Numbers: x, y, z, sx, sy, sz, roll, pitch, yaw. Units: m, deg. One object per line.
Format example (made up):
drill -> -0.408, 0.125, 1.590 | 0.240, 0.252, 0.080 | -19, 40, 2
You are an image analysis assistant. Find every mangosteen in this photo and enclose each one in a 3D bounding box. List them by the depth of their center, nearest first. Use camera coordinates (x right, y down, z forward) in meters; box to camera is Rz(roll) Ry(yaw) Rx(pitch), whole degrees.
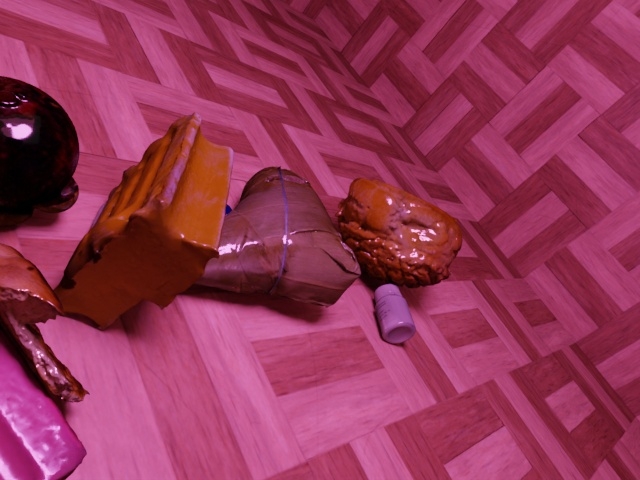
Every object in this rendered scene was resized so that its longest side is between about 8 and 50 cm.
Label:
mangosteen -> -0.444, -0.127, 0.699 | 0.210, 0.210, 0.209 | 31, 31, -21

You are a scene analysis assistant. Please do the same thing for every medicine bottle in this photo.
medicine bottle -> 0.174, 0.173, 1.197 | 0.080, 0.080, 0.130 | 26, 33, -29

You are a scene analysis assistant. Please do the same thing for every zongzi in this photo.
zongzi -> -0.155, -0.035, 0.998 | 0.393, 0.174, 0.356 | 5, 38, -31

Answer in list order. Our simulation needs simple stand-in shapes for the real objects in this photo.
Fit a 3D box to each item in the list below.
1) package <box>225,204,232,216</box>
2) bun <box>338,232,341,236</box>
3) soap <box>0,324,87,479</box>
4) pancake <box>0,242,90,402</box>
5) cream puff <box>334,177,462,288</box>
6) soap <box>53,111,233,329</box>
package -> -0.229, -0.056, 1.049 | 0.077, 0.033, 0.110 | 58, 37, -23
bun -> 0.000, 0.000, 1.224 | 0.115, 0.069, 0.115 | 28, 12, -6
soap -> -0.420, 0.135, 0.446 | 0.359, 0.128, 0.233 | 49, 28, 10
pancake -> -0.333, 0.069, 0.563 | 0.056, 0.212, 0.257 | -34, 69, -29
cream puff -> 0.188, -0.009, 1.282 | 0.327, 0.231, 0.343 | 35, 9, 40
soap -> -0.259, -0.033, 0.757 | 0.143, 0.259, 0.281 | 41, 27, -31
